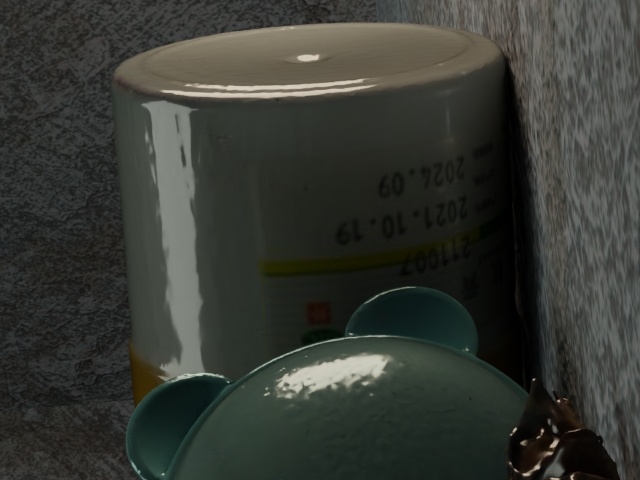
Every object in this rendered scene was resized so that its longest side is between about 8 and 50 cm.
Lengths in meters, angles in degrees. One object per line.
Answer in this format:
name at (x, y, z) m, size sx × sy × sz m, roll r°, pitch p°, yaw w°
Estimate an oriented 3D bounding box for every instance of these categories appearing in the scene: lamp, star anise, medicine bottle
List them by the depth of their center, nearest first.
star anise at (0.100, 0.135, 0.799) m, size 0.124 × 0.056 × 0.129 m, roll -97°, pitch 2°, yaw -74°
lamp at (0.036, 0.167, 0.962) m, size 0.147 × 0.209 × 0.284 m, roll 96°, pitch 152°, yaw -76°
medicine bottle at (0.000, 0.000, 1.190) m, size 0.238 × 0.237 × 0.232 m, roll -95°, pitch 2°, yaw -74°
